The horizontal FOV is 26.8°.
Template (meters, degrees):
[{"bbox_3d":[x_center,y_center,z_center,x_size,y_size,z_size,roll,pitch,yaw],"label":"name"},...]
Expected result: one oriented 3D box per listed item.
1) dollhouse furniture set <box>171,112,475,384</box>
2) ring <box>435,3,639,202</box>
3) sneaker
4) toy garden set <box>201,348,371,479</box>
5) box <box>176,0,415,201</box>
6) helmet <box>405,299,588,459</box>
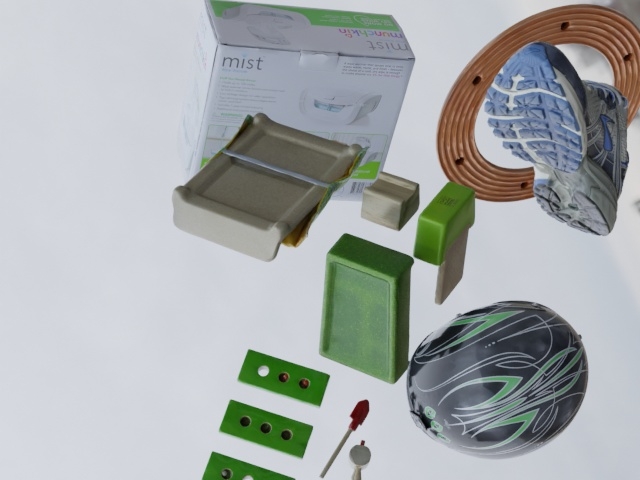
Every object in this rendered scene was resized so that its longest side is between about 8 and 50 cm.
[{"bbox_3d":[0.000,0.000,1.527,0.197,0.301,0.151,-47,-31,-42],"label":"dollhouse furniture set"},{"bbox_3d":[0.311,-0.192,1.898,0.336,0.336,0.032,45,-168,-46],"label":"ring"},{"bbox_3d":[0.122,-0.060,0.661,0.058,0.052,0.135,-60,-33,-18],"label":"sneaker"},{"bbox_3d":[-0.031,0.279,1.621,0.049,0.204,0.244,93,-165,-68],"label":"toy garden set"},{"bbox_3d":[-0.038,-0.178,1.748,0.127,0.262,0.231,-110,27,-50],"label":"box"},{"bbox_3d":[0.186,0.141,1.362,0.169,0.161,0.169,10,-106,-38],"label":"helmet"}]
